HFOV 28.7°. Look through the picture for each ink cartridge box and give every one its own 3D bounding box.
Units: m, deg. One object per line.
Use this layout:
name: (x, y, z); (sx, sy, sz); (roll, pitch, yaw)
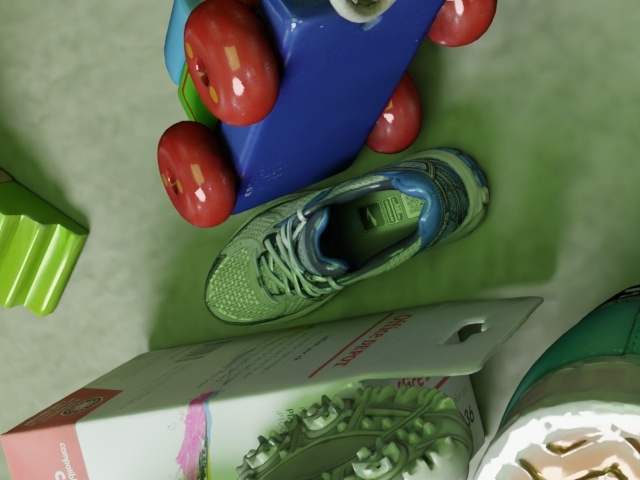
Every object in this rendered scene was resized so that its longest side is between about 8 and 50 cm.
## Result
ink cartridge box: (-0.010, 0.077, 0.502); (0.198, 0.115, 0.067); (-12, 97, 25)

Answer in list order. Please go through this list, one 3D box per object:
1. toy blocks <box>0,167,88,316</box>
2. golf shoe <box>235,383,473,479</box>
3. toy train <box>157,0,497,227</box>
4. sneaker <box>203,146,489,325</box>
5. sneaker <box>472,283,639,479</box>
toy blocks: (-0.332, -0.047, 0.535); (0.381, 0.261, 0.190); (34, 111, 14)
golf shoe: (-0.005, 0.113, 0.421); (0.176, 0.069, 0.086); (-36, 107, 31)
toy train: (-0.015, -0.116, 0.422); (0.143, 0.105, 0.248); (61, 159, 14)
sneaker: (0.000, 0.000, 0.516); (0.135, 0.058, 0.052); (-28, 88, 25)
sneaker: (0.088, 0.154, 0.435); (0.108, 0.121, 0.302); (20, 119, 16)
